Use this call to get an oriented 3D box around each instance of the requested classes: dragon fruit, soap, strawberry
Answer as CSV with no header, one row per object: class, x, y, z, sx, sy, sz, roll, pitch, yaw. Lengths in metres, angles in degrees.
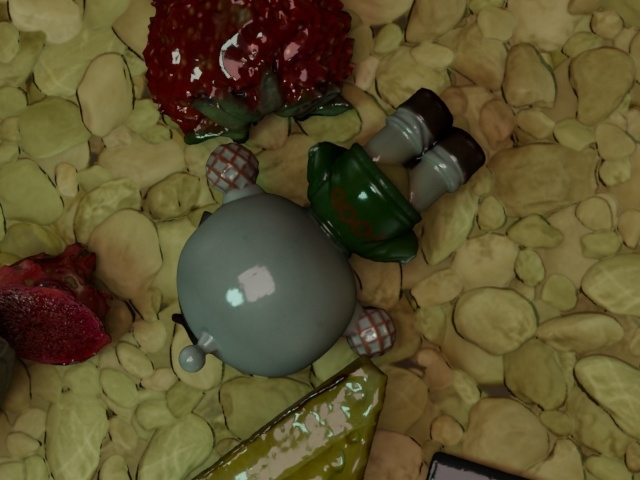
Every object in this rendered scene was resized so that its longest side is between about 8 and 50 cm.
dragon fruit,-0.299,0.057,1.141,0.153,0.153,0.111,2,46,7
soap,0.008,0.328,1.047,0.338,0.169,0.304,-37,83,6
strawberry,-0.095,-0.264,1.106,0.233,0.138,0.306,-13,87,8

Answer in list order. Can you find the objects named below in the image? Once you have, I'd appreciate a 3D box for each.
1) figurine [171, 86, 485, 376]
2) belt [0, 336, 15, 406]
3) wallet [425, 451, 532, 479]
figurine,0.000,0.000,1.069,0.370,0.167,0.281,-40,97,-2
belt,-0.437,0.191,1.069,0.115,0.227,0.324,36,114,6
wallet,0.220,0.315,1.090,0.244,0.025,0.124,17,89,8
